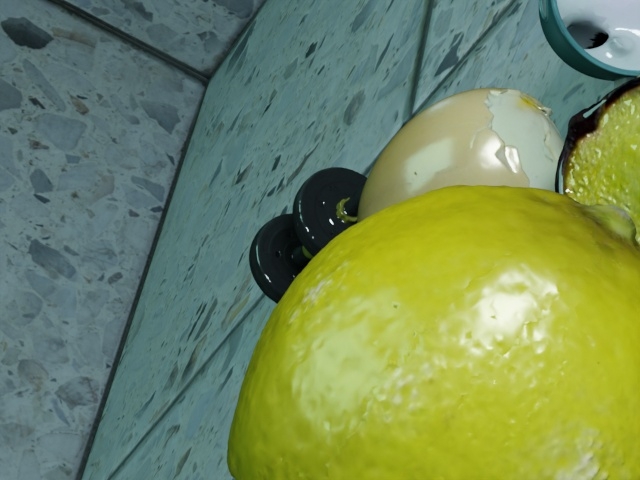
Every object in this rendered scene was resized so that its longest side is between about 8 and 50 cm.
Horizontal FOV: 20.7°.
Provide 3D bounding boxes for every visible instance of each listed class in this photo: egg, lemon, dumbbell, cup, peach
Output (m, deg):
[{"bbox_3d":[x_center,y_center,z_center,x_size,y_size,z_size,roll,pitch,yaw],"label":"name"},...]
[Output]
[{"bbox_3d":[0.147,-0.043,1.825,0.244,0.201,0.201,-30,29,25],"label":"egg"},{"bbox_3d":[0.125,0.113,1.359,0.364,0.364,0.364,-56,16,25],"label":"lemon"},{"bbox_3d":[0.000,0.000,2.392,0.325,0.143,0.143,-44,24,53],"label":"dumbbell"},{"bbox_3d":[0.294,-0.235,1.763,0.173,0.168,0.299,-177,88,-84],"label":"cup"},{"bbox_3d":[0.305,-0.035,1.495,0.279,0.068,0.189,48,126,50],"label":"peach"}]

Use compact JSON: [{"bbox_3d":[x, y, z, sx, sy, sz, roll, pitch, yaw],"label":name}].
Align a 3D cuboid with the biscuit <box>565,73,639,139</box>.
[{"bbox_3d":[0.335,-0.129,1.587,0.250,0.032,0.133,-41,40,22],"label":"biscuit"}]
